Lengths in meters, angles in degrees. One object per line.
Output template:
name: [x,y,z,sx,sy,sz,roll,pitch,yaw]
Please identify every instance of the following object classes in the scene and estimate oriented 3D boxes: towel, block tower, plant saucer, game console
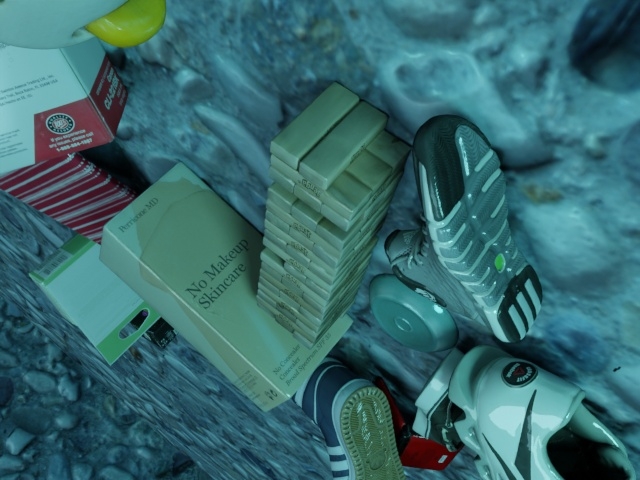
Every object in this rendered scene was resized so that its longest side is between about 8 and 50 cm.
towel: [-0.382,-0.084,1.034,0.199,0.031,0.275,-14,142,41]
block tower: [0.000,0.000,0.715,0.091,0.097,0.335,36,153,14]
plant saucer: [0.098,0.089,0.789,0.119,0.021,0.119,32,151,21]
game console: [0.133,0.268,1.007,0.124,0.085,0.144,7,148,0]

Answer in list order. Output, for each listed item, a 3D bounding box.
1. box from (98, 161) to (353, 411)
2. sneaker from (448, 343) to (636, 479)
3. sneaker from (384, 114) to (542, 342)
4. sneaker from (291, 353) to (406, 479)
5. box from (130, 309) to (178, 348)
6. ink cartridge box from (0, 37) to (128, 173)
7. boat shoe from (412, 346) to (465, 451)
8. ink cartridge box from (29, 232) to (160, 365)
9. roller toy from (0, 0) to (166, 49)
box: [-0.128,0.063,0.919,0.311,0.148,0.121,42,152,0]
sneaker: [0.252,0.257,0.715,0.146,0.122,0.330,9,138,50]
sneaker: [0.094,-0.006,0.594,0.132,0.086,0.228,14,142,47]
sneaker: [0.037,0.294,1.006,0.153,0.099,0.282,31,134,53]
box: [-0.340,0.174,1.443,0.083,0.062,0.052,19,146,37]
ink cartridge box: [-0.367,-0.221,0.760,0.197,0.114,0.272,-14,131,9]
boat shoe: [0.156,0.189,0.806,0.070,0.077,0.219,33,159,21]
ink cartridge box: [-0.393,0.091,1.277,0.056,0.171,0.235,21,146,37]
roller toy: [-0.223,-0.255,0.543,0.146,0.209,0.191,-16,78,59]
